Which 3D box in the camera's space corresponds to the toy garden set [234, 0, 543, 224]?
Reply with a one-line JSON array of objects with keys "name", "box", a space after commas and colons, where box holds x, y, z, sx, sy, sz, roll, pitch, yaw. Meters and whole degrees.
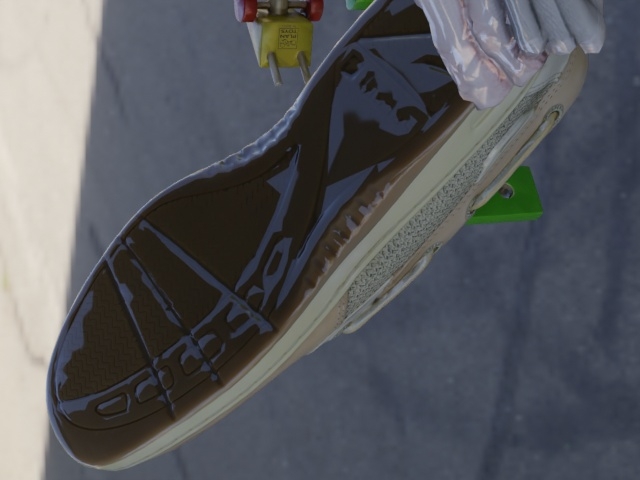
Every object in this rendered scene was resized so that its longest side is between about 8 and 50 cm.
[{"name": "toy garden set", "box": [0.046, -0.112, 1.295, 0.049, 0.204, 0.244, 122, 139, -57]}]

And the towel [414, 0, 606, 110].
[{"name": "towel", "box": [0.030, -0.258, 0.471, 0.332, 0.053, 0.317, 59, -147, -35]}]

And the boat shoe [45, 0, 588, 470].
[{"name": "boat shoe", "box": [0.000, 0.000, 0.744, 0.302, 0.098, 0.109, -46, 54, 10]}]
